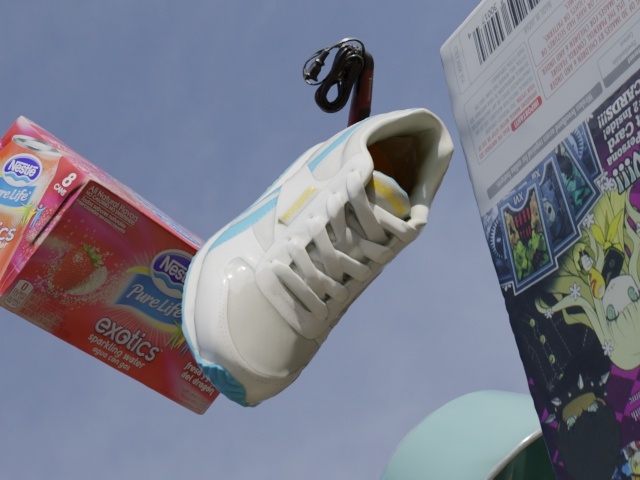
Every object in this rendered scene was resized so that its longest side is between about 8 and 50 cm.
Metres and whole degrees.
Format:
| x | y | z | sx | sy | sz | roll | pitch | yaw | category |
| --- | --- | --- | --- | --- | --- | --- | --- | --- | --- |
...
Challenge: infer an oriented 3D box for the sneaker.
| x | y | z | sx | sy | sz | roll | pitch | yaw | category |
| --- | --- | --- | --- | --- | --- | --- | --- | --- | --- |
| 0.000 | 0.000 | 0.854 | 0.087 | 0.229 | 0.092 | 47 | -43 | -16 | sneaker |

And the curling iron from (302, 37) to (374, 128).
| x | y | z | sx | sy | sz | roll | pitch | yaw | category |
| --- | --- | --- | --- | --- | --- | --- | --- | --- | --- |
| 0.015 | -0.057 | 1.408 | 0.068 | 0.035 | 0.274 | -1 | -73 | -8 | curling iron |

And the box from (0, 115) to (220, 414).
| x | y | z | sx | sy | sz | roll | pitch | yaw | category |
| --- | --- | --- | --- | --- | --- | --- | --- | --- | --- |
| -0.169 | 0.025 | 1.221 | 0.122 | 0.128 | 0.257 | -52 | -44 | 0 | box |

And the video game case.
| x | y | z | sx | sy | sz | roll | pitch | yaw | category |
| --- | --- | --- | --- | --- | --- | --- | --- | --- | --- |
| 0.133 | -0.042 | 0.465 | 0.042 | 0.210 | 0.232 | 6 | -34 | -30 | video game case |

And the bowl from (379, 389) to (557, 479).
| x | y | z | sx | sy | sz | roll | pitch | yaw | category |
| --- | --- | --- | --- | --- | --- | --- | --- | --- | --- |
| 0.171 | 0.273 | 1.486 | 0.311 | 0.163 | 0.311 | -20 | -55 | -32 | bowl |
